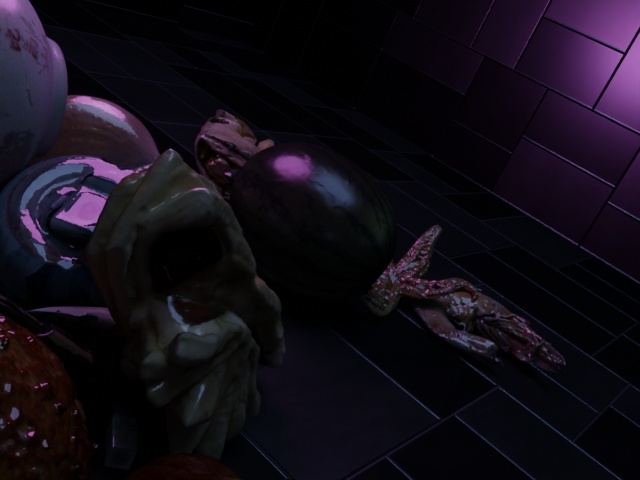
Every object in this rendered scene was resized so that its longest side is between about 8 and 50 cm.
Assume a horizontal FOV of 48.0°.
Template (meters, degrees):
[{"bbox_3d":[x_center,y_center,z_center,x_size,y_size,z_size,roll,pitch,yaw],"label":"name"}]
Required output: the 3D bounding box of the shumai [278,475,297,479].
[{"bbox_3d":[-0.048,0.304,0.800,0.082,0.081,0.083,8,29,-35],"label":"shumai"}]

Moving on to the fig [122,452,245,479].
[{"bbox_3d":[-0.116,0.260,0.653,0.175,0.207,0.175,17,32,-11],"label":"fig"}]

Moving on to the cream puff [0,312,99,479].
[{"bbox_3d":[-0.354,0.157,0.605,0.350,0.229,0.350,20,20,-8],"label":"cream puff"}]

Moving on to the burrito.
[{"bbox_3d":[-0.213,-0.207,1.755,0.190,0.135,0.332,26,19,-9],"label":"burrito"}]

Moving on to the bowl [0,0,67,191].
[{"bbox_3d":[-0.495,-0.220,1.040,0.195,0.435,0.435,3,30,-43],"label":"bowl"}]

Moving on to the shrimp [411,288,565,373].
[{"bbox_3d":[0.350,0.193,1.532,0.360,0.085,0.247,30,27,25],"label":"shrimp"}]

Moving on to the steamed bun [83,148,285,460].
[{"bbox_3d":[-0.143,0.115,0.864,0.189,0.428,0.247,33,66,30],"label":"steamed bun"}]

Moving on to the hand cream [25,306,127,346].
[{"bbox_3d":[-0.251,0.116,0.942,0.095,0.059,0.276,0,-14,28],"label":"hand cream"}]

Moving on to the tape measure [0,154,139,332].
[{"bbox_3d":[-0.330,-0.009,1.023,0.256,0.147,0.275,18,46,-7],"label":"tape measure"}]

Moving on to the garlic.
[{"bbox_3d":[-0.360,-0.111,1.232,0.339,0.232,0.246,22,17,7],"label":"garlic"}]

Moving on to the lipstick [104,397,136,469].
[{"bbox_3d":[-0.239,0.217,0.862,0.030,0.030,0.129,17,20,-21],"label":"lipstick"}]

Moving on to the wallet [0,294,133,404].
[{"bbox_3d":[-0.314,0.112,0.826,0.121,0.031,0.232,13,-28,40],"label":"wallet"}]

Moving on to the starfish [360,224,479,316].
[{"bbox_3d":[0.155,0.070,1.549,0.374,0.094,0.327,11,36,8],"label":"starfish"}]

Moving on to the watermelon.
[{"bbox_3d":[-0.027,-0.043,1.369,0.359,0.279,0.278,36,23,24],"label":"watermelon"}]
